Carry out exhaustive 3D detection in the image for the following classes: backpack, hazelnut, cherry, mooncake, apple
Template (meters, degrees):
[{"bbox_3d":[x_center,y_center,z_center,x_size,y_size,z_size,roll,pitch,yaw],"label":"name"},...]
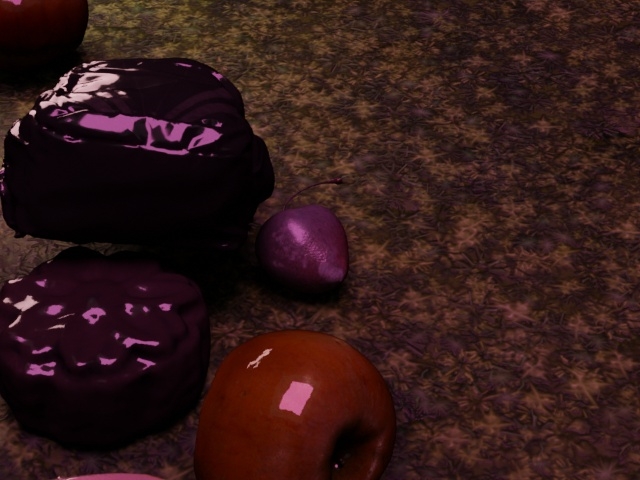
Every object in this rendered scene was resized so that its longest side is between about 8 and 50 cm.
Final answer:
[{"bbox_3d":[-0.244,-0.126,1.661,0.363,0.255,0.446,5,24,-4],"label":"backpack"},{"bbox_3d":[-0.529,-0.397,2.055,0.251,0.217,0.217,-4,39,5],"label":"hazelnut"},{"bbox_3d":[0.004,0.001,1.665,0.188,0.115,0.148,-20,25,-32],"label":"cherry"},{"bbox_3d":[-0.275,0.115,1.496,0.282,0.141,0.283,3,38,-2],"label":"mooncake"},{"bbox_3d":[-0.035,0.211,1.336,0.207,0.237,0.237,15,38,42],"label":"apple"}]

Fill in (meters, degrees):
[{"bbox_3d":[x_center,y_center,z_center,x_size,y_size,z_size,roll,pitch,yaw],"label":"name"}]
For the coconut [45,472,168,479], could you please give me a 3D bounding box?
[{"bbox_3d":[-0.224,0.359,1.103,0.297,0.298,0.310,-10,43,-14],"label":"coconut"}]
